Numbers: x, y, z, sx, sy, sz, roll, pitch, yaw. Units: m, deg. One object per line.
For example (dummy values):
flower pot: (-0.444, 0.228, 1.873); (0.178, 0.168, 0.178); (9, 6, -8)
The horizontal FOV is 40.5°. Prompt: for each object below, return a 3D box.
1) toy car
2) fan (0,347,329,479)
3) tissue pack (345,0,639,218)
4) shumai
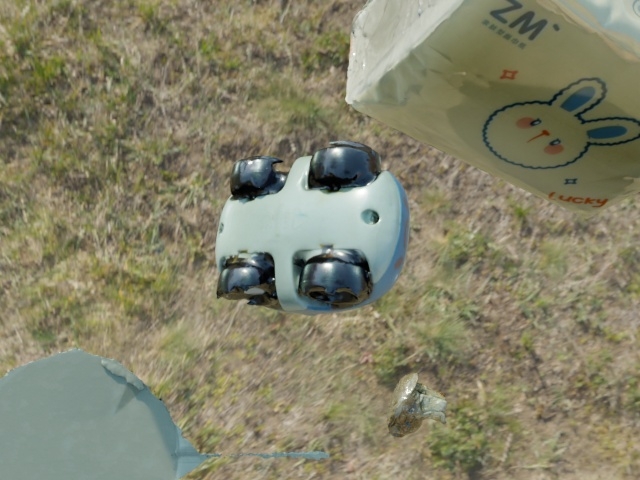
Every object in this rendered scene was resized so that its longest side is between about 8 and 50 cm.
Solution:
toy car: (0.000, 0.000, 1.043); (0.190, 0.255, 0.189); (27, 62, -52)
fan: (-0.145, 0.189, 0.773); (0.310, 0.010, 0.182); (3, 93, -4)
tissue pack: (0.132, -0.102, 0.491); (0.196, 0.148, 0.092); (22, 56, -23)
shumai: (0.199, 0.341, 1.756); (0.116, 0.145, 0.146); (22, 67, 3)
